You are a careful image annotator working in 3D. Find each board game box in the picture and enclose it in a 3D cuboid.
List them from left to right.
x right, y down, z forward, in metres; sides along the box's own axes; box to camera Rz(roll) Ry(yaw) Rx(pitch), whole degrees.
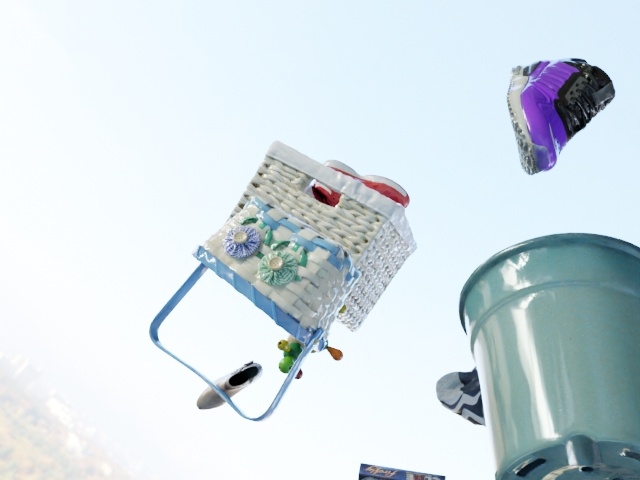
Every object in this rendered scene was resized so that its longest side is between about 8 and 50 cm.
[{"bbox_3d":[0.144,0.552,1.494,0.165,0.042,0.243,6,-72,7],"label":"board game box"}]

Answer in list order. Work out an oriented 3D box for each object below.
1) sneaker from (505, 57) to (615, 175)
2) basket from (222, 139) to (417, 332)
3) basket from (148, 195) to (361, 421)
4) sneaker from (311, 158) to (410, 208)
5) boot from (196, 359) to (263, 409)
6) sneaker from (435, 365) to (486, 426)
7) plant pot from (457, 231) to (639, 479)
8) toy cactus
[{"bbox_3d":[0.357,-0.202,1.145,0.146,0.293,0.102,-10,-59,21],"label":"sneaker"},{"bbox_3d":[0.000,0.000,1.728,0.328,0.266,0.331,30,-8,20],"label":"basket"},{"bbox_3d":[-0.102,0.095,1.193,0.255,0.289,0.201,31,-3,26],"label":"basket"},{"bbox_3d":[0.082,-0.090,1.762,0.221,0.128,0.087,20,-38,14],"label":"sneaker"},{"bbox_3d":[-0.146,0.231,1.248,0.042,0.118,0.087,55,-16,5],"label":"boot"},{"bbox_3d":[0.379,0.328,1.658,0.153,0.235,0.094,50,24,-35],"label":"sneaker"},{"bbox_3d":[0.382,0.225,1.174,0.341,0.334,0.341,4,-45,4],"label":"plant pot"},{"bbox_3d":[-0.015,0.170,1.423,0.112,0.219,0.180,26,-35,-5],"label":"toy cactus"}]
